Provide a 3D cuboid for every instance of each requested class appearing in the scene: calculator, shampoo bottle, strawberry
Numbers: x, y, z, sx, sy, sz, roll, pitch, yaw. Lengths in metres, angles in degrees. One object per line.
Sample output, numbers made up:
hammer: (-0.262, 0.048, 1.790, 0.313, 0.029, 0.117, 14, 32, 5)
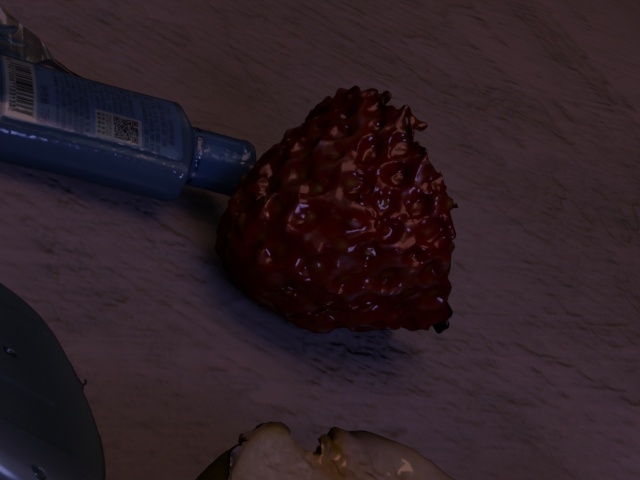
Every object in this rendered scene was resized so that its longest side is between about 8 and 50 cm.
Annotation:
calculator: (-0.225, 0.072, 1.021, 0.185, 0.041, 0.299, 36, 11, -38)
shampoo bottle: (-0.175, -0.088, 1.329, 0.258, 0.061, 0.104, 14, 44, -27)
strawberry: (0.000, 0.000, 1.340, 0.178, 0.234, 0.234, -21, 59, -24)

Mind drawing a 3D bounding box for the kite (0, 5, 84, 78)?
kite: (-0.267, -0.146, 1.384, 0.310, 0.015, 0.169, 36, 32, -2)

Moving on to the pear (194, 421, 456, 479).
pear: (0.044, 0.304, 0.896, 0.340, 0.191, 0.386, 6, 41, -47)
